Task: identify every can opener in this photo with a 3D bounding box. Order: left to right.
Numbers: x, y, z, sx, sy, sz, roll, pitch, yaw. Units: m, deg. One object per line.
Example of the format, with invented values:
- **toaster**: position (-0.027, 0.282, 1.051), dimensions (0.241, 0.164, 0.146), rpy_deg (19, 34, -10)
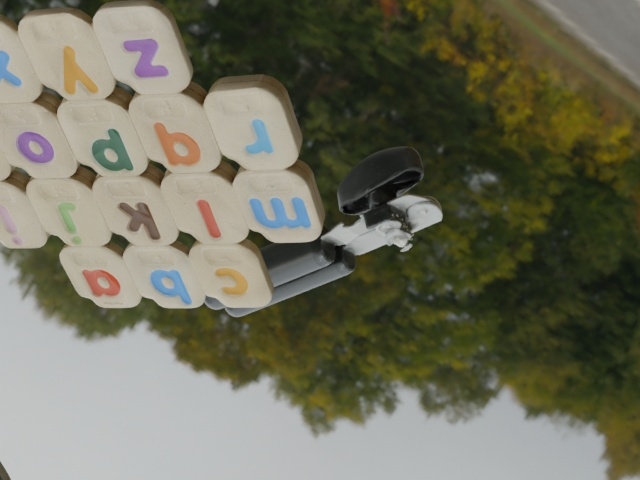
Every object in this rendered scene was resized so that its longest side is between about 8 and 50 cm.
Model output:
- **can opener**: position (0.000, 0.000, 1.231), dimensions (0.074, 0.280, 0.093), rpy_deg (27, -137, -50)

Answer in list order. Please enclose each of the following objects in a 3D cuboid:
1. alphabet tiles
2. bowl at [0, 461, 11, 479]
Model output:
- **alphabet tiles**: position (-0.143, -0.053, 0.871), dimensions (0.284, 0.021, 0.278), rpy_deg (-2, 133, 19)
- **bowl**: position (-0.424, 0.314, 1.186), dimensions (0.297, 0.298, 0.134), rpy_deg (28, 161, -22)
